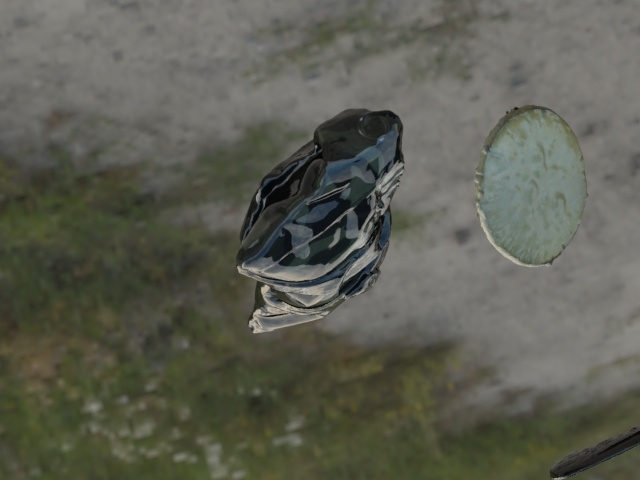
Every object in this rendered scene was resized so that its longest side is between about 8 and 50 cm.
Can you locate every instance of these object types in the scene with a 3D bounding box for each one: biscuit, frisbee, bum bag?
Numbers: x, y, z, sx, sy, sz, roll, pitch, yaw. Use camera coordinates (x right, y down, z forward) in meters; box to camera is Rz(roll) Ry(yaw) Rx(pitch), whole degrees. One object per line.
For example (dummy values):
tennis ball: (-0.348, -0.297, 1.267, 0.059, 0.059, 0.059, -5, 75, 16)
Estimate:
biscuit: (0.194, -0.050, 1.569, 0.152, 0.152, 0.020, 0, -176, -42)
frisbee: (0.285, 0.126, 1.342, 0.211, 0.012, 0.187, -26, -173, 43)
bum bag: (0.000, 0.000, 1.284, 0.144, 0.095, 0.340, -44, 172, -10)
